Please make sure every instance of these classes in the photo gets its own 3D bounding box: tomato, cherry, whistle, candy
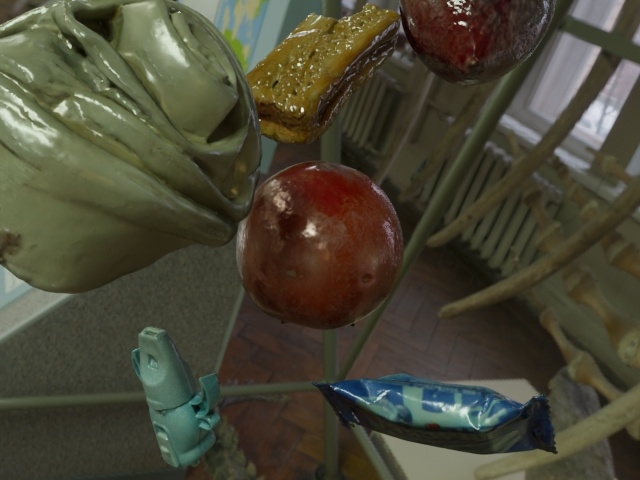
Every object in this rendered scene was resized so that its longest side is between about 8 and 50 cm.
[{"bbox_3d":[0.000,0.000,1.041,0.265,0.265,0.265,17,24,-8],"label":"tomato"},{"bbox_3d":[0.227,-0.349,0.994,0.230,0.203,0.300,35,56,-26],"label":"cherry"},{"bbox_3d":[-0.235,0.259,1.078,0.186,0.274,0.093,12,33,37],"label":"whistle"},{"bbox_3d":[0.158,0.246,0.950,0.331,0.187,0.077,3,55,25],"label":"candy"}]

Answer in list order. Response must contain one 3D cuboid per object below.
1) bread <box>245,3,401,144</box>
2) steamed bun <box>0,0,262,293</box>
[{"bbox_3d":[-0.003,-0.321,1.235,0.185,0.109,0.380,22,54,23],"label":"bread"},{"bbox_3d":[-0.212,-0.136,0.704,0.324,0.219,0.309,-16,69,-38],"label":"steamed bun"}]
